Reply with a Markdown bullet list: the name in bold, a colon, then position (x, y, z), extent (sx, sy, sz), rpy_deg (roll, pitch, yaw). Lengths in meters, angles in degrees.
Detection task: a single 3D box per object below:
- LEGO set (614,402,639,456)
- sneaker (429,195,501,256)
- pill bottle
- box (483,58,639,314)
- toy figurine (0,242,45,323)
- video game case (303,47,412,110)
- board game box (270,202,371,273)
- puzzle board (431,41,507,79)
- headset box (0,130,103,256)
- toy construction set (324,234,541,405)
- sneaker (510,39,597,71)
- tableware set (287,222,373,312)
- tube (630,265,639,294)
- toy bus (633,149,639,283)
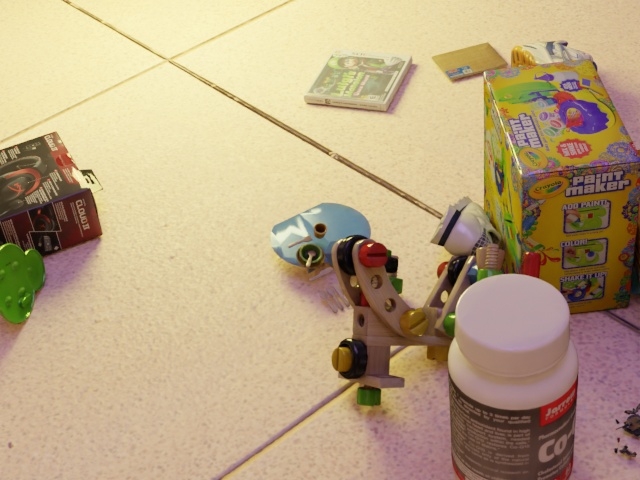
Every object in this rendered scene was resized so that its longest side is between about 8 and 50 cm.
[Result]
- **LEGO set**: position (0.423, 0.260, 1.572), extent (0.054, 0.023, 0.083), rpy_deg (27, 63, 38)
- **sneaker**: position (0.239, -0.010, 1.842), extent (0.095, 0.090, 0.235), rpy_deg (26, 15, 10)
- **pill bottle**: position (0.243, 0.193, 1.468), extent (0.161, 0.283, 0.161), rpy_deg (-4, 39, 4)
- **box**: position (0.362, -0.082, 1.794), extent (0.177, 0.279, 0.290), rpy_deg (-7, 39, 0)
- **toy figurine**: position (-0.559, 0.071, 1.896), extent (0.159, 0.130, 0.173), rpy_deg (-7, 16, 15)
- **video game case**: position (0.078, -0.328, 2.343), extent (0.173, 0.022, 0.190), rpy_deg (8, 41, 18)
- **board game box**: position (0.000, 0.000, 1.941), extent (0.169, 0.033, 0.133), rpy_deg (-26, 44, -22)
- **puzzle board**: position (0.303, -0.363, 2.363), extent (0.128, 0.011, 0.096), rpy_deg (-16, 41, -10)
- **headset box**: position (-0.533, -0.066, 2.043), extent (0.293, 0.110, 0.218), rpy_deg (-22, 41, -17)
- **toy construction set**: position (0.154, 0.125, 1.654), extent (0.309, 0.257, 0.237), rpy_deg (1, 81, 35)
- **sneaker**: position (0.479, -0.306, 2.187), extent (0.131, 0.112, 0.296), rpy_deg (-17, 41, -13)
- **tableware set**: position (0.026, 0.037, 1.860), extent (0.104, 0.024, 0.154), rpy_deg (-25, 63, -22)
- **tube**: position (0.577, 0.045, 1.795), extent (0.207, 0.052, 0.080), rpy_deg (-8, 32, 7)
- **toy bus**: position (0.523, 0.015, 1.717), extent (0.108, 0.130, 0.332), rpy_deg (-10, 50, 4)
